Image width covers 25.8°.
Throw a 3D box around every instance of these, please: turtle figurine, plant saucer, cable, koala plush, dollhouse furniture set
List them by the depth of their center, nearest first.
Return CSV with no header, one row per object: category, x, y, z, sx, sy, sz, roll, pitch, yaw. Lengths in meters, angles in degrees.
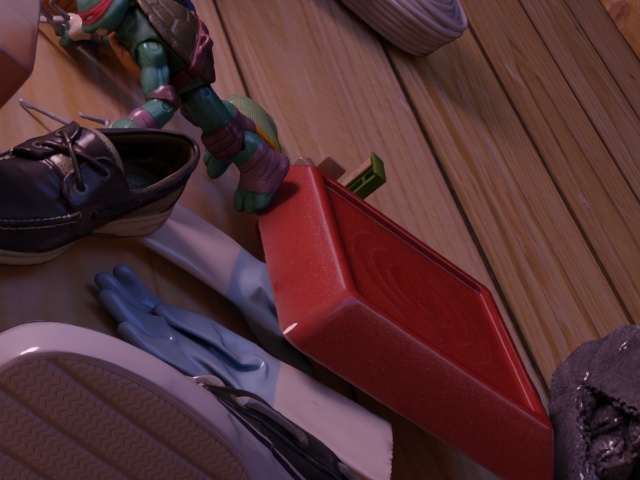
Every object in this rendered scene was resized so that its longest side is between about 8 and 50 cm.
turtle figurine,-0.127,-0.120,1.034,0.234,0.118,0.175,40,23,-36
plant saucer,0.069,0.054,1.071,0.259,0.048,0.258,35,19,-24
koala plush,0.315,0.201,1.245,0.221,0.196,0.203,38,14,-17
dollhouse furniture set,-0.014,-0.087,1.254,0.152,0.058,0.076,39,23,-24
cable,0.084,-0.351,1.837,0.257,0.089,0.257,49,21,-2

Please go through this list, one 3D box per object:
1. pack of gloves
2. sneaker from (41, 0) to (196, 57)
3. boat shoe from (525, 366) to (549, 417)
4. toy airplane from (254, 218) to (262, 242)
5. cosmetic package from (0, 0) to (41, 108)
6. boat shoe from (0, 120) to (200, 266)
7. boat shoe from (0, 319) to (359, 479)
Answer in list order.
pack of gloves,-0.056,0.071,0.962,0.232,0.046,0.195,33,24,-12
sneaker,-0.208,-0.269,1.115,0.296,0.112,0.131,43,22,-16
boat shoe,0.144,0.114,1.240,0.049,0.056,0.152,13,32,-49
toy airplane,0.000,0.000,1.179,0.151,0.028,0.151,41,23,-22
cosmetic package,-0.300,-0.150,0.693,0.296,0.153,0.129,35,25,-28
boat shoe,-0.154,-0.040,0.872,0.080,0.073,0.223,47,25,16
boat shoe,-0.068,0.133,0.747,0.335,0.121,0.119,46,11,-38
